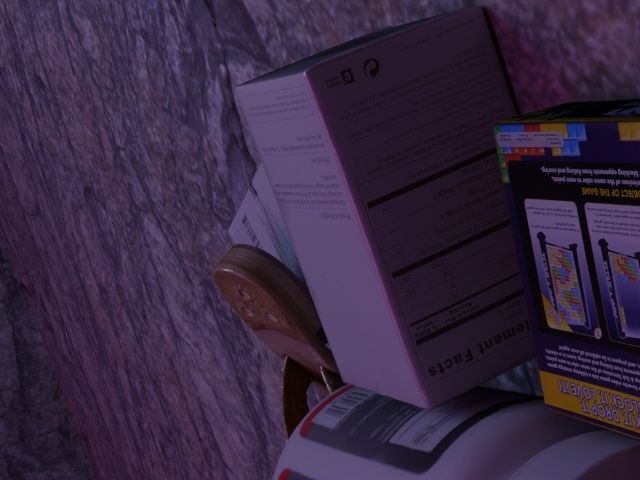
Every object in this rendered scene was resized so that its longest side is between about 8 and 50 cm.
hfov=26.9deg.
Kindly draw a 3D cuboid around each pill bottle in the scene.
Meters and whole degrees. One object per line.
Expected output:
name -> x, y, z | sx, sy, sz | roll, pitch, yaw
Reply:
pill bottle -> 0.092, 0.159, 0.706 | 0.283, 0.161, 0.161 | -3, 110, 68

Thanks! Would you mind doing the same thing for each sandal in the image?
sandal -> -0.005, 0.111, 0.878 | 0.088, 0.079, 0.240 | 3, 139, 52

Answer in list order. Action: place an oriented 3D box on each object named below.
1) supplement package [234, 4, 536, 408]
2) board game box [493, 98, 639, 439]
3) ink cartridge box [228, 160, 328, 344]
supplement package -> 0.046, -0.018, 0.702 | 0.105, 0.105, 0.179 | 5, 117, 66
board game box -> 0.146, 0.013, 0.553 | 0.170, 0.048, 0.141 | 11, 116, 65
ink cartridge box -> 0.000, 0.000, 0.894 | 0.109, 0.063, 0.150 | 61, 158, 11
